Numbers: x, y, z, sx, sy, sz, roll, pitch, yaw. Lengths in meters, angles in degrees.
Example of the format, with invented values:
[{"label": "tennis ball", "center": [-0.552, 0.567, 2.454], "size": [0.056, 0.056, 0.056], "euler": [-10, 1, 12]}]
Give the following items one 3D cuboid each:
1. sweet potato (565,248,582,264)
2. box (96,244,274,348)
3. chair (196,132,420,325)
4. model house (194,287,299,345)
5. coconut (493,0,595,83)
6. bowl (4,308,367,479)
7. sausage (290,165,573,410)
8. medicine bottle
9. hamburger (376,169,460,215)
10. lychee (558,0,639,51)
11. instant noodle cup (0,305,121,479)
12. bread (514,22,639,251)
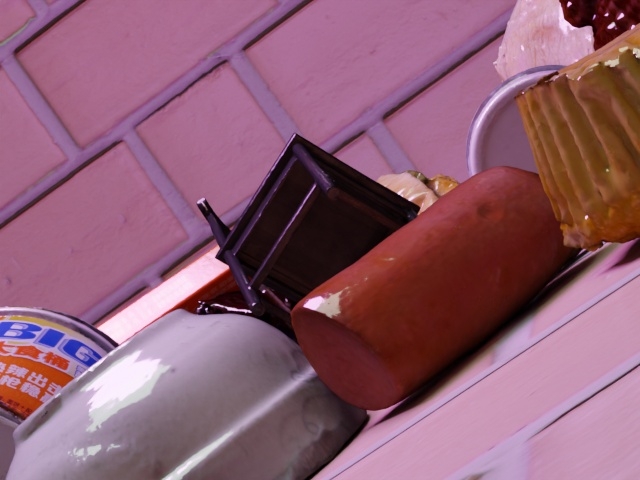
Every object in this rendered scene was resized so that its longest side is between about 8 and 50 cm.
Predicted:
[{"label": "sweet potato", "center": [0.180, 0.012, 1.372], "size": [0.195, 0.056, 0.056], "euler": [-30, 0, -3]}, {"label": "box", "center": [-0.085, 0.108, 1.722], "size": [0.273, 0.048, 0.265], "euler": [-35, -40, -14]}, {"label": "chair", "center": [0.000, 0.000, 1.442], "size": [0.141, 0.154, 0.260], "euler": [-56, 22, 9]}, {"label": "model house", "center": [-0.067, 0.105, 1.538], "size": [0.203, 0.164, 0.141], "euler": [-18, -29, -53]}, {"label": "coconut", "center": [0.340, -0.223, 1.777], "size": [0.297, 0.254, 0.297], "euler": [-37, -1, -1]}, {"label": "bowl", "center": [-0.129, 0.167, 1.286], "size": [0.307, 0.163, 0.307], "euler": [-37, -2, -2]}, {"label": "sausage", "center": [0.101, 0.028, 1.258], "size": [0.259, 0.113, 0.113], "euler": [-34, 0, -33]}, {"label": "medicine bottle", "center": [0.220, -0.085, 1.539], "size": [0.165, 0.165, 0.273], "euler": [-35, 1, 11]}, {"label": "hamburger", "center": [0.104, 0.012, 1.536], "size": [0.135, 0.155, 0.208], "euler": [-39, 8, 0]}, {"label": "lychee", "center": [0.330, -0.232, 1.414], "size": [0.300, 0.264, 0.264], "euler": [3, 3, 4]}, {"label": "instant noodle cup", "center": [-0.302, 0.223, 1.503], "size": [0.296, 0.296, 0.214], "euler": [-35, 7, 10]}, {"label": "bread", "center": [0.259, -0.098, 1.173], "size": [0.240, 0.139, 0.240], "euler": [-32, 1, 1]}]
